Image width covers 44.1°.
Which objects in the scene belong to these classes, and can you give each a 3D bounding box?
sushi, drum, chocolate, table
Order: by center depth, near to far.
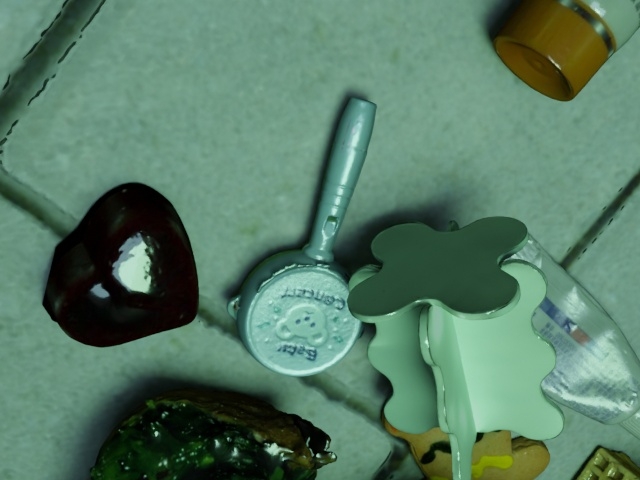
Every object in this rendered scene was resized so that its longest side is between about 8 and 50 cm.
[{"bbox_3d":[-0.161,0.041,0.661,0.125,0.080,0.148,41,94,-22],"label":"chocolate"},{"bbox_3d":[0.118,0.100,0.684,0.167,0.166,0.198,-20,120,-6],"label":"table"},{"bbox_3d":[-0.133,0.210,0.694,0.287,0.140,0.149,-23,120,-6],"label":"sushi"},{"bbox_3d":[0.017,0.009,0.710,0.130,0.049,0.253,29,98,-21],"label":"drum"}]

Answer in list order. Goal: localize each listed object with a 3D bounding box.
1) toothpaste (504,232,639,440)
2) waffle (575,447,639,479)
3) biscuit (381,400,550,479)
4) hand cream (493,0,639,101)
[{"bbox_3d":[0.258,0.116,0.806,0.282,0.068,0.099,41,63,-14],"label":"toothpaste"},{"bbox_3d":[0.329,0.299,0.835,0.042,0.148,0.102,30,98,-31],"label":"waffle"},{"bbox_3d":[0.167,0.246,0.838,0.166,0.036,0.250,-21,113,-5],"label":"biscuit"},{"bbox_3d":[0.272,-0.265,0.656,0.314,0.089,0.140,-47,114,1],"label":"hand cream"}]
